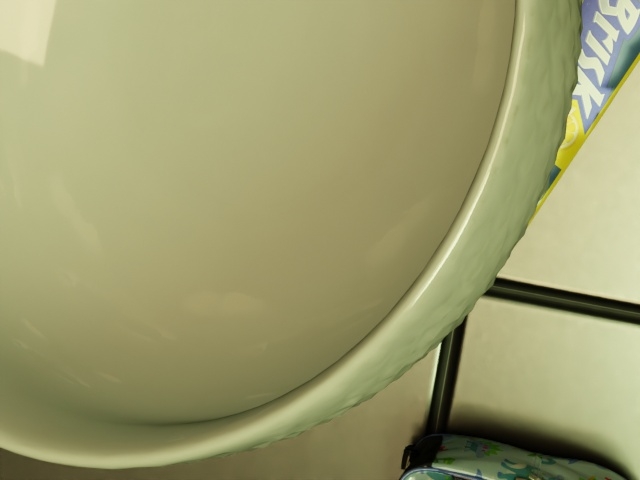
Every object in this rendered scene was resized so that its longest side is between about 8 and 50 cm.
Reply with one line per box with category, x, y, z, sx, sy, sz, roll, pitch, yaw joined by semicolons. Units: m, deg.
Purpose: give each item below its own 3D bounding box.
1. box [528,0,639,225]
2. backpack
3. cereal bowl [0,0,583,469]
box;0.101;-0.078;0.772;0.054;0.059;0.169;33;106;0
backpack;0.086;0.147;0.812;0.114;0.084;0.105;8;106;5
cereal bowl;-0.049;-0.082;0.733;0.339;0.141;0.338;0;89;28
